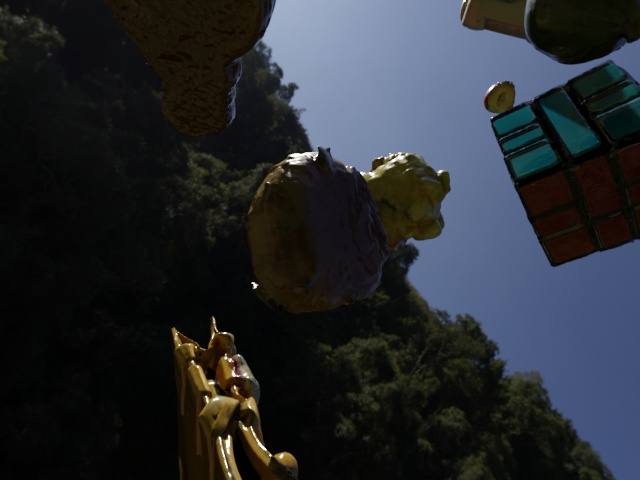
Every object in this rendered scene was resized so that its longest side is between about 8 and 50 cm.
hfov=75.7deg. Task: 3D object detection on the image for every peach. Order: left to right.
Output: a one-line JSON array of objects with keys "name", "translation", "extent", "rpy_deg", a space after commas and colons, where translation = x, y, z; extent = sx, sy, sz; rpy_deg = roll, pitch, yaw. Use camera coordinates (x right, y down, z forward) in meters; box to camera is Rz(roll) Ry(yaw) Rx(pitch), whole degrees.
[{"name": "peach", "translation": [0.506, -0.411, 1.181], "extent": [0.061, 0.098, 0.098], "rpy_deg": [-130, -155, -63]}]

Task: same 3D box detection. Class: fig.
[{"name": "fig", "translation": [0.464, -0.394, 0.692], "extent": [0.245, 0.195, 0.196], "rpy_deg": [-101, -178, -59]}]

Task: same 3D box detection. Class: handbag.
[{"name": "handbag", "translation": [-0.120, 0.291, 0.542], "extent": [0.401, 0.132, 0.284], "rpy_deg": [-156, -122, -63]}]

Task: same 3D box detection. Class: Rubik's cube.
[{"name": "Rubik's cube", "translation": [0.578, -0.164, 0.910], "extent": [0.283, 0.289, 0.293], "rpy_deg": [-21, -50, 27]}]

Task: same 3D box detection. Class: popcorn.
[{"name": "popcorn", "translation": [0.198, -0.103, 1.059], "extent": [0.286, 0.214, 0.253], "rpy_deg": [-6, -91, 58]}]

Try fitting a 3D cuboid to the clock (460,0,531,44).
[{"name": "clock", "translation": [0.593, -0.720, 1.326], "extent": [0.283, 0.310, 0.114], "rpy_deg": [15, -58, 3]}]

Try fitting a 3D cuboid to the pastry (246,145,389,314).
[{"name": "pastry", "translation": [0.000, 0.000, 0.533], "extent": [0.100, 0.229, 0.219], "rpy_deg": [-14, -61, 39]}]

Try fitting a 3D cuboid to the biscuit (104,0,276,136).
[{"name": "biscuit", "translation": [-0.124, -0.210, 0.345], "extent": [0.183, 0.047, 0.320], "rpy_deg": [16, -31, 10]}]
